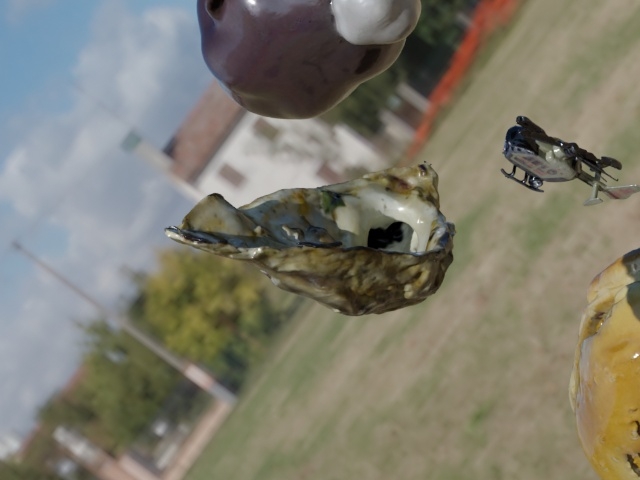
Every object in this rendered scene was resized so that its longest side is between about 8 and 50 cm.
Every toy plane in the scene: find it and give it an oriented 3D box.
[{"bbox_3d":[0.163,-0.052,1.154,0.049,0.120,0.031,-20,52,49],"label":"toy plane"}]

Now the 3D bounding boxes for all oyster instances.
[{"bbox_3d":[-0.004,0.001,1.326,0.294,0.166,0.094,-1,-59,-35],"label":"oyster"}]

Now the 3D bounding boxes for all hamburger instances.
[{"bbox_3d":[0.401,0.137,1.723,0.174,0.284,0.304,-86,-3,-47],"label":"hamburger"}]

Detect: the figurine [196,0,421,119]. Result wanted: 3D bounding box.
[{"bbox_3d":[-0.047,-0.286,1.663,0.206,0.365,0.218,-26,-22,4],"label":"figurine"}]
